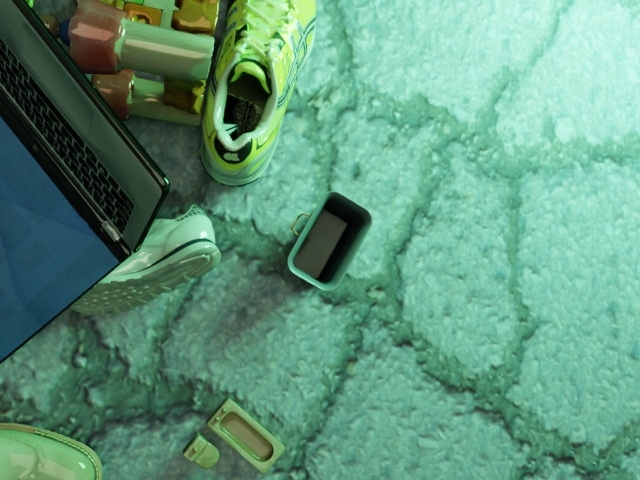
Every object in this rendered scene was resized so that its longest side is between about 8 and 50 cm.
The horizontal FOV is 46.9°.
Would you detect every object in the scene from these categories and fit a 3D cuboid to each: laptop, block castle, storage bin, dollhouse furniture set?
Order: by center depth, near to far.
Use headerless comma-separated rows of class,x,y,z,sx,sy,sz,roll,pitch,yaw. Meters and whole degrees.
laptop,-0.417,-0.087,0.881,0.236,0.408,0.382,-40,91,-26
block castle,-0.225,-0.395,0.959,0.212,0.303,0.453,9,83,-11
dollhouse furniture set,-0.124,0.333,1.039,0.144,0.123,0.151,43,80,-7
storage bin,0.000,0.000,1.097,0.098,0.091,0.135,30,81,-9

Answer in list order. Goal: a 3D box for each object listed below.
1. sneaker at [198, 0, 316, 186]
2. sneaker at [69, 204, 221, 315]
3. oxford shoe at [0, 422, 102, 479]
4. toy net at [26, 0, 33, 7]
sneaker,-0.078,-0.270,1.066,0.145,0.147,0.385,10,84,-9
sneaker,-0.261,0.030,1.054,0.235,0.090,0.095,-21,63,-4
oxford shoe,-0.490,0.316,0.952,0.396,0.146,0.141,4,86,-12
toy net,-0.382,-0.408,0.980,0.045,0.232,0.122,4,61,-41
